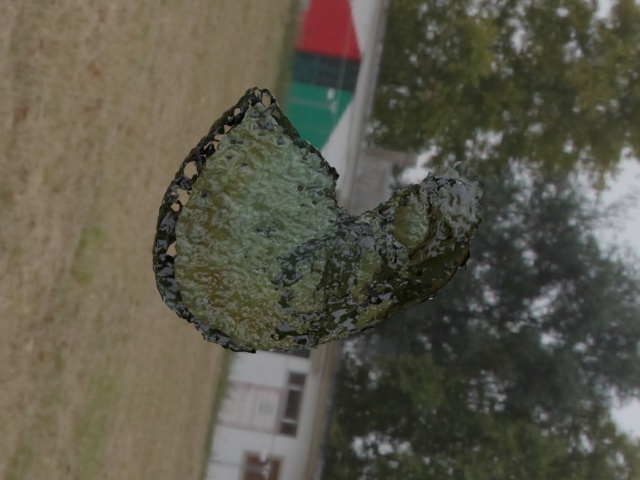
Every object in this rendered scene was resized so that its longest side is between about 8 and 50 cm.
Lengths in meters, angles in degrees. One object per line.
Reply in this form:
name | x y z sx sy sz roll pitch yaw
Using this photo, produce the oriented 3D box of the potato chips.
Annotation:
potato chips | -0.001 -0.002 0.642 0.029 0.219 0.202 -112 -146 -56
